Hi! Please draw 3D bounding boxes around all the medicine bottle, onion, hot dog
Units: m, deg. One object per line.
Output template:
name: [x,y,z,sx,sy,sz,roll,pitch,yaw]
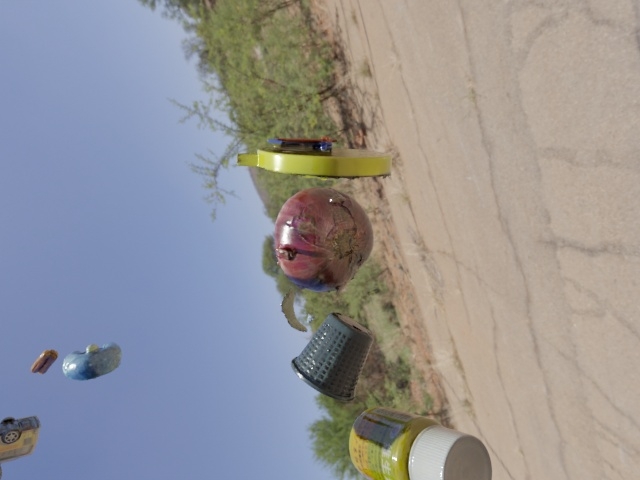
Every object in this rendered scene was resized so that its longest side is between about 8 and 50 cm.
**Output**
medicine bottle: [0.273,0.618,1.231,0.385,0.225,0.224,-19,91,57]
onion: [0.005,-0.002,1.391,0.353,0.354,0.353,160,90,-89]
hot dog: [-1.249,0.549,1.939,0.071,0.165,0.045,29,-154,-35]

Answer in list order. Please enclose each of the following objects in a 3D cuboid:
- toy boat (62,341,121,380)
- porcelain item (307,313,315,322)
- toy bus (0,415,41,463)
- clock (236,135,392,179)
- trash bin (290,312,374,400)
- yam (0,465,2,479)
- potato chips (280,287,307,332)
toy boat: [-0.926,0.462,1.734,0.330,0.216,0.122,-2,96,64]
porcelain item: [-0.048,0.384,2.109,0.083,0.036,0.028,109,-179,-60]
toy bus: [-0.904,0.545,1.134,0.092,0.268,0.105,15,98,46]
clock: [0.005,-0.180,0.890,0.277,0.294,0.071,-37,-47,-66]
trash bin: [0.043,0.265,1.023,0.176,0.160,0.175,29,-178,-1]
yam: [-1.117,0.750,1.235,0.168,0.304,0.168,41,155,24]
potato chips: [-0.110,0.289,1.761,0.167,0.059,0.228,-83,-23,-68]
